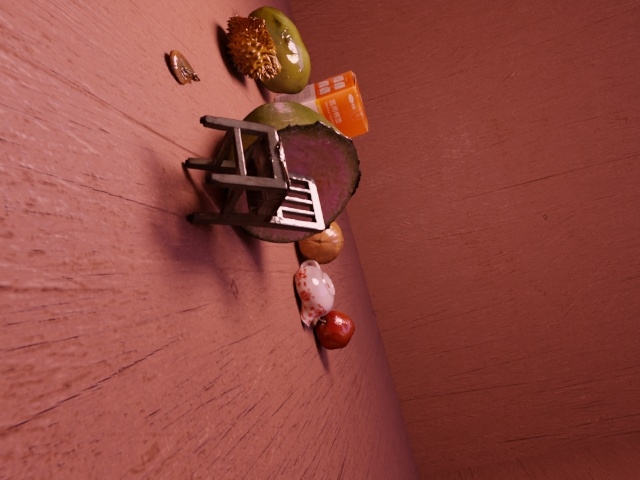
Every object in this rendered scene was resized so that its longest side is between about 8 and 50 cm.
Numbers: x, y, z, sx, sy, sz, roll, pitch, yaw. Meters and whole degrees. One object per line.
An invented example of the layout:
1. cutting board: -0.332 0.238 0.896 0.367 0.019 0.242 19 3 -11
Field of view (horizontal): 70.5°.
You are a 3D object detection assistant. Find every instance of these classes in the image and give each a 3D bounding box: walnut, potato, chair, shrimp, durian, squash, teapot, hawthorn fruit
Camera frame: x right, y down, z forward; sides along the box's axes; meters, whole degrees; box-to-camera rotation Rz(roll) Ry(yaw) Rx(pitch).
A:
1. walnut: 0.000 0.000 1.529 0.197 0.165 0.165 -39 112 -79
2. potato: -0.153 -0.662 1.600 0.304 0.216 0.216 58 17 -28
3. chair: -0.091 -0.109 0.811 0.147 0.270 0.136 -46 -132 50
4. shrimp: -0.277 -0.340 0.919 0.108 0.023 0.059 45 40 -71
5. durian: -0.209 -0.555 1.345 0.250 0.183 0.138 -23 134 -83
6. squash: -0.106 -0.203 1.065 0.309 0.310 0.310 58 -3 42
7. teapot: -0.020 0.144 1.386 0.159 0.116 0.245 41 20 -29
8. hawthorn fruit: 0.043 0.281 1.426 0.140 0.125 0.125 66 12 -63

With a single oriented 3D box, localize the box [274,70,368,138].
1. box: 0.008 -0.515 1.853 0.143 0.341 0.225 -97 167 -45
